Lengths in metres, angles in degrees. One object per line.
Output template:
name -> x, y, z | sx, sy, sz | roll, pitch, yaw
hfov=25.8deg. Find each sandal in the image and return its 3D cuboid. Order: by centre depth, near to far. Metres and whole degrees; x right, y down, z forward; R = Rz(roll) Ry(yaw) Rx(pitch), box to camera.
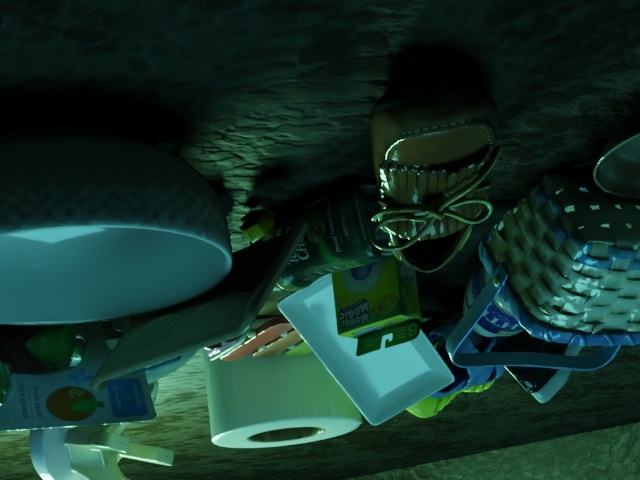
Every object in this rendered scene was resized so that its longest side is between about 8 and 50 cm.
sandal -> 0.231, 0.167, 2.160 | 0.138, 0.126, 0.317 | -49, 169, 32

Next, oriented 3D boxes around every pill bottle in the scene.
pill bottle -> 0.266, 0.075, 1.992 | 0.112, 0.112, 0.186 | -4, 163, -10

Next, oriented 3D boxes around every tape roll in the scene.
tape roll -> -0.065, 0.234, 2.275 | 0.246, 0.169, 0.246 | -6, 163, -2

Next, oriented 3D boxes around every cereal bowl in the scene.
cereal bowl -> -0.262, -0.023, 1.407 | 0.339, 0.141, 0.339 | -7, 163, -2

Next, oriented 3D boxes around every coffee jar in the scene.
coffee jar -> 0.000, 0.000, 1.663 | 0.184, 0.096, 0.079 | -21, 167, 37

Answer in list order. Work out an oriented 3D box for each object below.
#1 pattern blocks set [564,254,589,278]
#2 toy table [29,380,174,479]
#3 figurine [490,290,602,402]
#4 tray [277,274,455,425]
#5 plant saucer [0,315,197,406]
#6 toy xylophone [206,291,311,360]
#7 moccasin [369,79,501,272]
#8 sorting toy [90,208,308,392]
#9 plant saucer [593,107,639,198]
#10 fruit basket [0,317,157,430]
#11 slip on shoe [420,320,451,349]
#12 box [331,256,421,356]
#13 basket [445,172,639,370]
pattern blocks set -> 0.496, 0.018, 2.041 | 0.325, 0.026, 0.285 | -2, 163, -16
toy table -> -0.383, 0.364, 2.500 | 0.161, 0.252, 0.274 | 5, 178, 21
figurine -> 0.378, 0.143, 2.133 | 0.209, 0.092, 0.215 | -43, 159, 3
tray -> 0.067, 0.138, 1.985 | 0.145, 0.030, 0.270 | -31, 120, 9
plant saucer -> -0.334, 0.170, 1.870 | 0.400, 0.100, 0.400 | -7, -177, 0
toy xylophone -> -0.003, 0.119, 2.074 | 0.323, 0.081, 0.236 | 0, 161, -22
moccasin -> 0.112, -0.055, 1.442 | 0.139, 0.147, 0.380 | -5, 163, -6
sorting toy -> -0.112, 0.052, 1.561 | 0.229, 0.041, 0.307 | -24, -161, 28
plant saucer -> 0.453, -0.119, 1.546 | 0.310, 0.050, 0.310 | -6, 164, -2
fruit basket -> -0.387, 0.103, 1.588 | 0.353, 0.327, 0.165 | -6, 125, -14
slip on shoe -> 0.199, 0.178, 2.341 | 0.331, 0.101, 0.123 | -7, 121, -36
box -> 0.063, 0.043, 1.688 | 0.105, 0.179, 0.043 | -21, 158, 37
basket -> 0.319, 0.059, 1.754 | 0.255, 0.201, 0.289 | 3, 129, -29
